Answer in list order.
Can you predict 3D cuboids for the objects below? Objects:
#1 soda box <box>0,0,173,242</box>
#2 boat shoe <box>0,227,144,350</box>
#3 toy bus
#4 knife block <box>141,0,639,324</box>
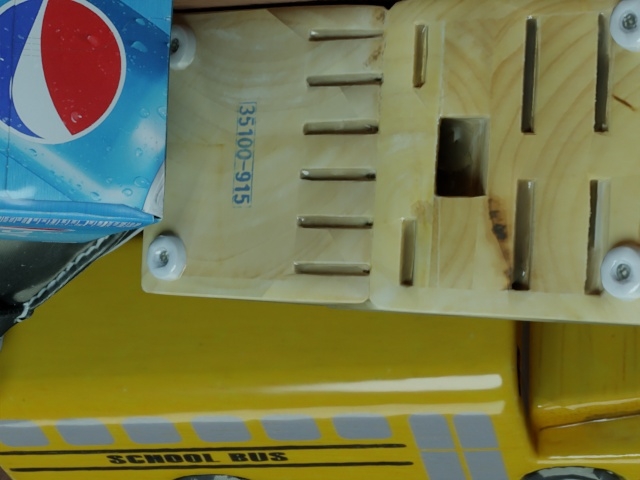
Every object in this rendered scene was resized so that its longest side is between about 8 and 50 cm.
[{"bbox_3d":[-0.087,-0.038,0.559,0.067,0.071,0.210,3,178,-13],"label":"soda box"},{"bbox_3d":[-0.187,0.028,0.891,0.306,0.105,0.113,-19,145,26],"label":"boat shoe"},{"bbox_3d":[0.006,0.059,0.968,0.333,0.108,0.130,-3,148,13],"label":"toy bus"},{"bbox_3d":[0.071,-0.017,0.653,0.276,0.088,0.242,1,178,40],"label":"knife block"}]
